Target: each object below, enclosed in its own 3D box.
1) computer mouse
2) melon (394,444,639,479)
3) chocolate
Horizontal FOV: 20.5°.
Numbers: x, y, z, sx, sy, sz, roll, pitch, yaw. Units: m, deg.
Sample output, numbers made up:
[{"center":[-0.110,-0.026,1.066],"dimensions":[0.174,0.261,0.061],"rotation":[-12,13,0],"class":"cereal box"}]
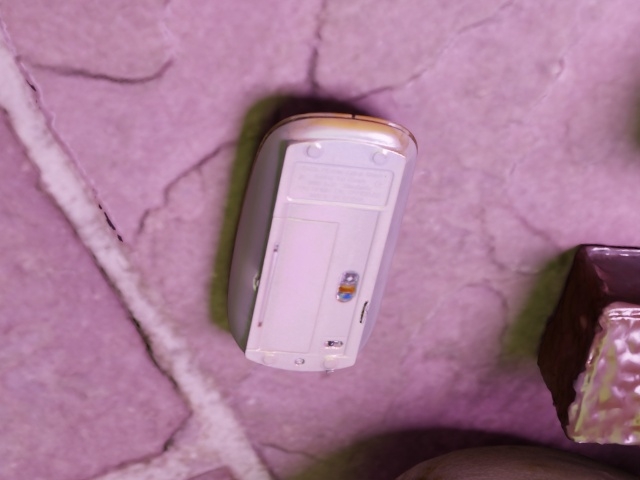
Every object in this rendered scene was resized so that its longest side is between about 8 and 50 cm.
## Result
[{"center":[0.000,-0.001,1.102],"dimensions":[0.102,0.045,0.199],"rotation":[4,126,-10],"class":"computer mouse"},{"center":[0.159,0.272,1.202],"dimensions":[0.308,0.271,0.271],"rotation":[17,124,-8],"class":"melon"},{"center":[0.314,0.074,1.165],"dimensions":[0.321,0.112,0.112],"rotation":[5,117,-9],"class":"chocolate"}]
